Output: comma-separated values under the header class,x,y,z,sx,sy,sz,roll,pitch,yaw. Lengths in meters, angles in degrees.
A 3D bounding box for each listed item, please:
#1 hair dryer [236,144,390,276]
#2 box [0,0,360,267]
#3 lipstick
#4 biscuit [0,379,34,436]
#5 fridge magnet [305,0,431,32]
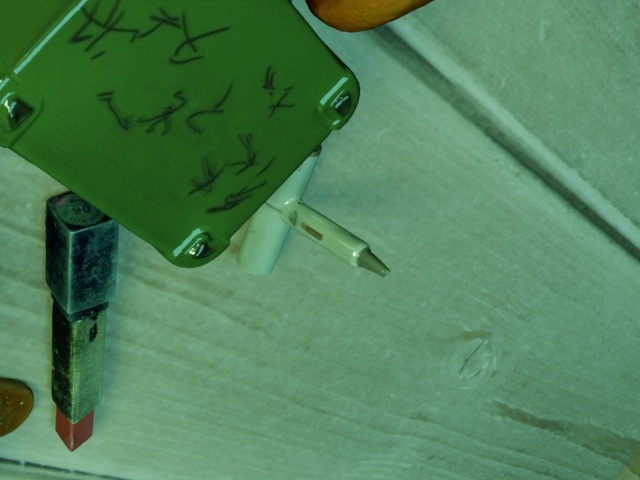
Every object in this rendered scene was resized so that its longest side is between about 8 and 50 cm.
class,x,y,z,sx,sy,sz,roll,pitch,yaw
hair dryer,-0.002,0.007,1.204,0.044,0.183,0.155,-10,135,-41
box,-0.129,-0.138,0.917,0.253,0.178,0.328,-48,147,2
lipstick,-0.226,0.084,1.170,0.051,0.051,0.312,-23,143,-32
biscuit,-0.316,0.163,1.185,0.078,0.015,0.091,-51,146,11
fridge magnet,0.114,-0.303,0.913,0.155,0.363,0.363,43,92,-13
